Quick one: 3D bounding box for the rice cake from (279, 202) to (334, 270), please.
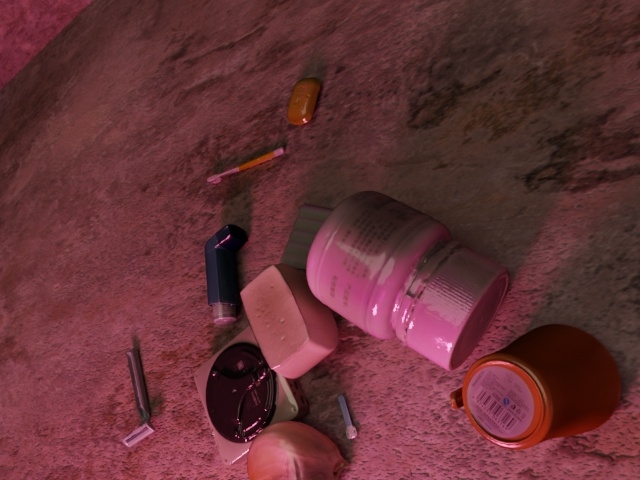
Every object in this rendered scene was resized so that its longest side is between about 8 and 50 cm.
[{"bbox_3d":[0.000,0.000,1.250,0.198,0.037,0.190,20,88,38],"label":"rice cake"}]

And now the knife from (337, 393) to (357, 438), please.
[{"bbox_3d":[0.058,0.382,1.107,0.027,0.010,0.096,-33,57,24],"label":"knife"}]

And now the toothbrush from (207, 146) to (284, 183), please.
[{"bbox_3d":[-0.219,-0.217,1.488,0.288,0.024,0.021,-17,69,29],"label":"toothbrush"}]

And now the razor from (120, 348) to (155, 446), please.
[{"bbox_3d":[-0.535,0.448,1.495,0.111,0.056,0.278,-36,51,20],"label":"razor"}]

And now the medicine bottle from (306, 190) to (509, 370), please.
[{"bbox_3d":[0.163,0.072,0.974,0.324,0.256,0.256,29,93,30],"label":"medicine bottle"}]

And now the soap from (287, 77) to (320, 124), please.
[{"bbox_3d":[-0.047,-0.386,1.399,0.088,0.045,0.140,10,82,34],"label":"soap"}]

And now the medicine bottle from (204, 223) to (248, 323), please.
[{"bbox_3d":[-0.258,0.091,1.381,0.124,0.079,0.259,-20,66,29],"label":"medicine bottle"}]

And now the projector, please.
[{"bbox_3d":[-0.183,0.368,1.240,0.259,0.079,0.257,-41,58,18],"label":"projector"}]

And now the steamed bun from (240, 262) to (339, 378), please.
[{"bbox_3d":[-0.061,0.181,1.157,0.146,0.164,0.242,-41,55,17],"label":"steamed bun"}]

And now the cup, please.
[{"bbox_3d":[0.327,0.236,0.813,0.226,0.263,0.183,-23,71,41],"label":"cup"}]

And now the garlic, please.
[{"bbox_3d":[-0.063,0.497,1.082,0.228,0.110,0.217,-33,72,17],"label":"garlic"}]
